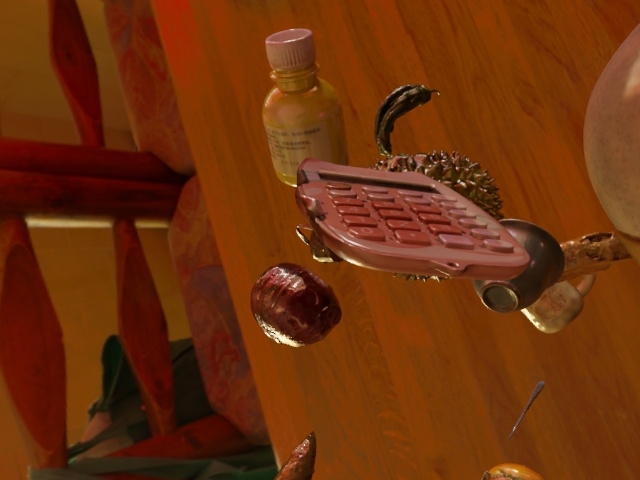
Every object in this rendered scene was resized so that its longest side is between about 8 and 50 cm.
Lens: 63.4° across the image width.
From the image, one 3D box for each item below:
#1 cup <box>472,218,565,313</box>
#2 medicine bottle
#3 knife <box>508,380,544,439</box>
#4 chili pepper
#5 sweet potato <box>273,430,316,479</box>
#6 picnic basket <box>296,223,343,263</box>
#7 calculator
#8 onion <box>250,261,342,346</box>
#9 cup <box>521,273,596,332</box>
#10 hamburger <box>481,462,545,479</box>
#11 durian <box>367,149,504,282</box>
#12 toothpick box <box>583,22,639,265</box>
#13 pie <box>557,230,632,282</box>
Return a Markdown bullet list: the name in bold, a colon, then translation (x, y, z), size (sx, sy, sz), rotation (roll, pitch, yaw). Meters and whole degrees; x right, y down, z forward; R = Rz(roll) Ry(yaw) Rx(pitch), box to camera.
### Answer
- **cup**: translation (0.396, 0.076, 1.090), size (0.199, 0.150, 0.199), rotation (19, 133, 21)
- **medicine bottle**: translation (-0.028, -0.197, 0.772), size (0.122, 0.122, 0.212), rotation (18, 135, 35)
- **knife**: translation (0.548, 0.446, 1.378), size (0.019, 0.313, 0.044), rotation (27, 115, 29)
- **chili pepper**: translation (0.237, -0.361, 1.421), size (0.279, 0.122, 0.065), rotation (-45, 38, -16)
- **sweet potato**: translation (-0.112, 0.603, 1.076), size (0.131, 0.130, 0.422), rotation (25, 86, 33)
- **picnic basket**: translation (0.000, 0.000, 0.799), size (0.083, 0.072, 0.072), rotation (14, 99, 38)
- **calculator**: translation (0.081, -0.028, 0.571), size (0.329, 0.220, 0.048), rotation (-113, 32, -68)
- **onion**: translation (-0.066, 0.176, 1.406), size (0.206, 0.207, 0.216), rotation (29, 73, 36)
- **cup**: translation (0.747, 0.154, 1.674), size (0.255, 0.173, 0.202), rotation (-39, 79, -17)
- **hamburger**: translation (0.647, 0.841, 1.715), size (0.246, 0.170, 0.246), rotation (23, 135, 25)
- **durian**: translation (0.181, -0.058, 0.920), size (0.291, 0.291, 0.224), rotation (-11, 124, 36)
- **toothpick box**: translation (0.522, -0.070, 0.512), size (0.409, 0.409, 0.425), rotation (-45, 54, 28)
- **pie**: translation (0.644, 0.061, 1.354), size (0.339, 0.339, 0.083), rotation (-29, 67, 33)
